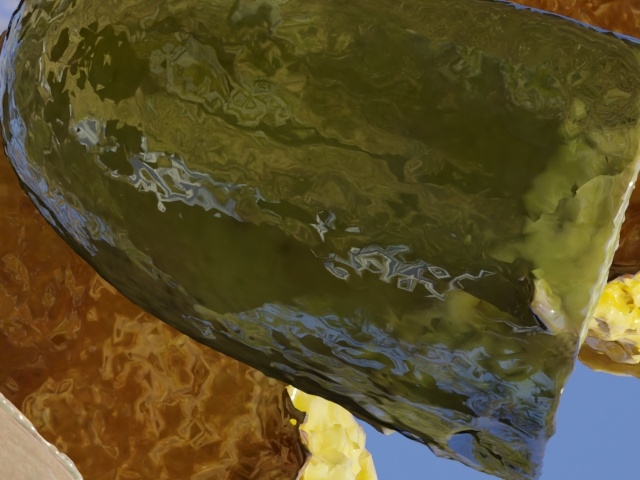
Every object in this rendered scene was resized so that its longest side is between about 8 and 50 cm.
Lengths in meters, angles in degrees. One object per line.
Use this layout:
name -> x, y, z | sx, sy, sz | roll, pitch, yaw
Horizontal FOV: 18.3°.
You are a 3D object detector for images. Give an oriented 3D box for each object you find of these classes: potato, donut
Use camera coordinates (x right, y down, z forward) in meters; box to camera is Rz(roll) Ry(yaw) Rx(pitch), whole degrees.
potato -> -0.018, -0.006, 0.760 | 0.255, 0.269, 0.112 | 19, -114, 9
donut -> 0.000, 0.000, 1.068 | 0.435, 0.163, 0.377 | -36, -113, 0

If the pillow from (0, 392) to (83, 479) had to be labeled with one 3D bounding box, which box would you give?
pillow -> -0.139, 0.138, 0.698 | 0.034, 0.135, 0.211 | -14, -137, 27
